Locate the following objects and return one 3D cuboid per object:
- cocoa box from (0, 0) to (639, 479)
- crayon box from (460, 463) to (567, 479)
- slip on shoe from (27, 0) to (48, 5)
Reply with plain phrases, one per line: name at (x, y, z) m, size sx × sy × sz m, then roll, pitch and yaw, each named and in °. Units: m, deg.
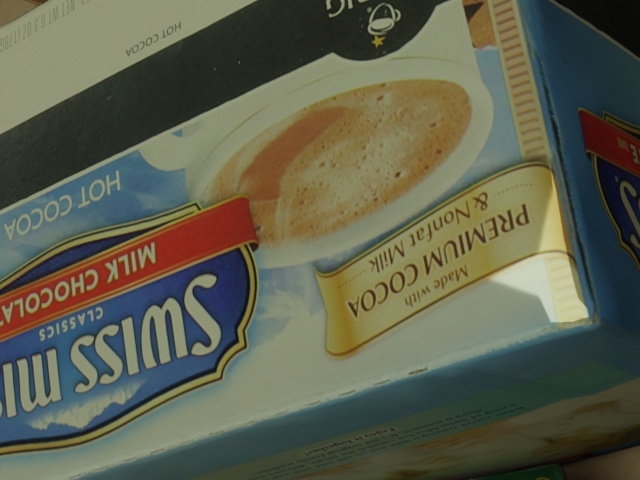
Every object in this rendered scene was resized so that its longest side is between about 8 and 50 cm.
cocoa box at (0.000, 0.000, 0.620) m, size 0.347 × 0.231 × 0.227 m, roll -21°, pitch 66°, yaw 31°
crayon box at (-0.036, 0.212, 0.539) m, size 0.323 × 0.083 × 0.203 m, roll -11°, pitch 33°, yaw 2°
slip on shoe at (-0.165, -0.179, 0.909) m, size 0.135 × 0.041 × 0.051 m, roll 17°, pitch 89°, yaw 38°
